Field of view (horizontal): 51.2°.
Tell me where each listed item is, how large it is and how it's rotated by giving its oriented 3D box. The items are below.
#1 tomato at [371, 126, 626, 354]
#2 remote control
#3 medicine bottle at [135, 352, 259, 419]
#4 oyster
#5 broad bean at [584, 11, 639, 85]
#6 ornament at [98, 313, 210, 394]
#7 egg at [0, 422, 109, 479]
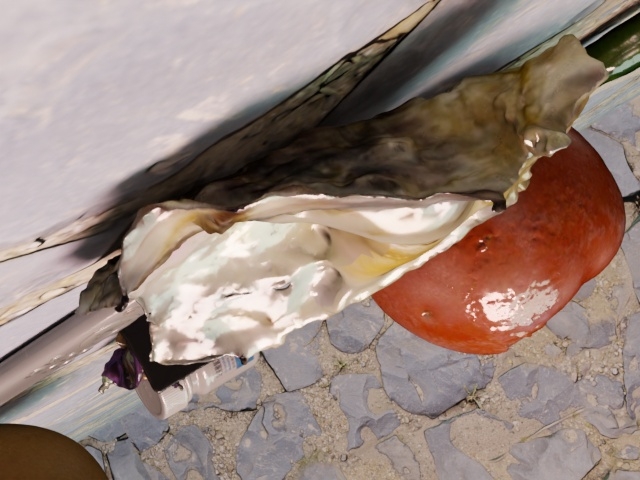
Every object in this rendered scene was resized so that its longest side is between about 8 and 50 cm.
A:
[{"bbox_3d":[0.124,-0.016,0.537,0.208,0.184,0.208,-40,172,-6],"label":"tomato"},{"bbox_3d":[-0.179,0.073,0.513,0.261,0.029,0.067,-32,174,9],"label":"remote control"},{"bbox_3d":[-0.182,0.175,0.974,0.168,0.105,0.105,-27,173,-34],"label":"medicine bottle"},{"bbox_3d":[-0.005,-0.009,0.389,0.271,0.100,0.275,-21,168,-26],"label":"oyster"},{"bbox_3d":[0.317,-0.199,0.653,0.292,0.049,0.144,-30,175,-13],"label":"broad bean"},{"bbox_3d":[-0.175,0.118,0.646,0.081,0.088,0.203,-24,173,-42],"label":"ornament"},{"bbox_3d":[-0.321,0.301,0.629,0.250,0.250,0.322,-32,180,11],"label":"egg"}]
